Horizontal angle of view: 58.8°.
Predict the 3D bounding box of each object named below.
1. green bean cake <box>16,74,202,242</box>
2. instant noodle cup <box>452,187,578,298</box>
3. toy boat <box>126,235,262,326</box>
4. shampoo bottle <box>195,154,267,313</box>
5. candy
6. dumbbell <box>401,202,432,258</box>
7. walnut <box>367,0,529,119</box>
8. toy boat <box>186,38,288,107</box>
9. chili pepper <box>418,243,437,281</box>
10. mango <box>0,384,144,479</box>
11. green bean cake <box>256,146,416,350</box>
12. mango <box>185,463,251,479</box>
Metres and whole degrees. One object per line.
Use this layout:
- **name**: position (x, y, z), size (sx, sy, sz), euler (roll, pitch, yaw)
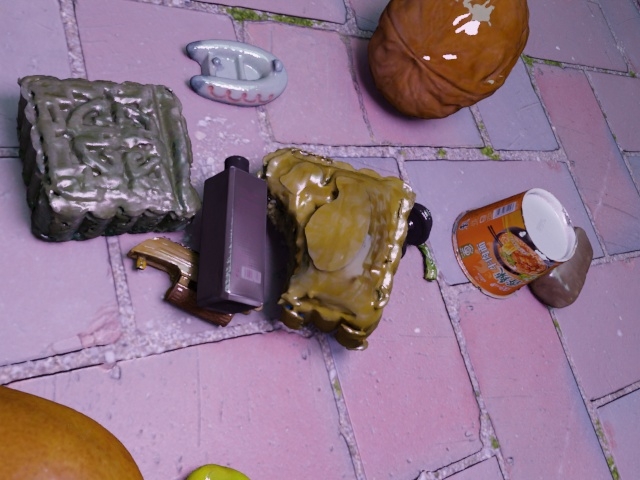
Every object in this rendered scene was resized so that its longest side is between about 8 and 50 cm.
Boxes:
- **green bean cake**: position (-0.322, -0.127, 0.880), size (0.254, 0.132, 0.241), euler (-3, 67, -33)
- **instant noodle cup**: position (0.443, -0.004, 1.278), size (0.230, 0.182, 0.231), euler (14, 61, -27)
- **toy boat**: position (-0.200, 0.069, 0.904), size (0.225, 0.068, 0.088), euler (29, 63, -20)
- **shampoo bottle**: position (-0.135, -0.016, 0.879), size (0.080, 0.079, 0.246), euler (22, 59, -44)
- **candy**: position (0.592, 0.059, 1.395), size (0.104, 0.102, 0.234), euler (47, 53, -6)
- **dumbbell**: position (0.159, -0.019, 1.154), size (0.208, 0.099, 0.099), euler (-31, 87, -37)
- **walnut**: position (0.287, -0.444, 1.263), size (0.308, 0.354, 0.398), euler (39, 45, 8)
- **toy boat**: position (-0.156, -0.333, 1.109), size (0.207, 0.079, 0.134), euler (3, 65, -30)
- **chili pepper**: position (0.232, 0.046, 1.216), size (0.034, 0.030, 0.091), euler (-6, 68, -8)
- **mango**: position (-0.365, 0.284, 0.612), size (0.378, 0.221, 0.264), euler (38, 58, 0)
- **green bean cake**: position (0.000, 0.000, 0.959), size (0.284, 0.202, 0.310), euler (15, 68, 1)
- **mango**: position (-0.144, 0.360, 0.814), size (0.108, 0.056, 0.074), euler (14, 67, -30)
